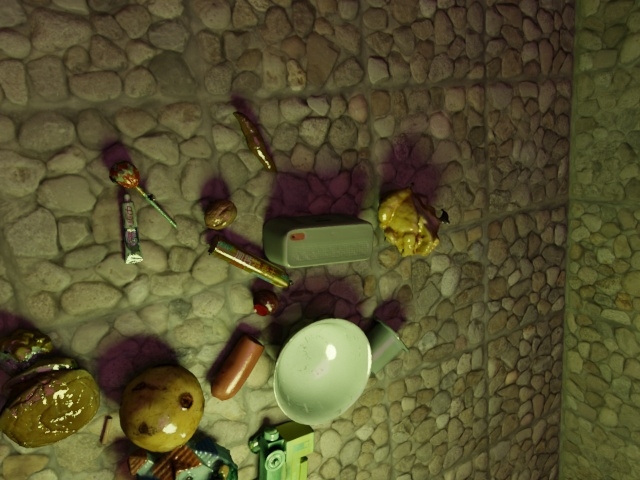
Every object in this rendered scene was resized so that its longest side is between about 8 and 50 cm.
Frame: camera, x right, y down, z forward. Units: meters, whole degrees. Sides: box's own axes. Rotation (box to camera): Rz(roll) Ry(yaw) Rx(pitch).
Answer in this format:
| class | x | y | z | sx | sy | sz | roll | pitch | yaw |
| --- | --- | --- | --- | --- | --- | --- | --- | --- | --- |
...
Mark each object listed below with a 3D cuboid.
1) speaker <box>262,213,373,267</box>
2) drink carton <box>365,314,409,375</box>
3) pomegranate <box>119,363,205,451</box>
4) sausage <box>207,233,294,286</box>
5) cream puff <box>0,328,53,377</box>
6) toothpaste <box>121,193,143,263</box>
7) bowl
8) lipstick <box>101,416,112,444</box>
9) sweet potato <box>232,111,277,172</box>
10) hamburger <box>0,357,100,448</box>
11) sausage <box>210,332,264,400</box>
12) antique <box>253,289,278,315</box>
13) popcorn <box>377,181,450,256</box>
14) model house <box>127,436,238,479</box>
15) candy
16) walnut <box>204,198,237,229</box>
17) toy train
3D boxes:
| class | x | y | z | sx | sy | sz | roll | pitch | yaw |
| --- | --- | --- | --- | --- | --- | --- | --- | --- | --- |
| speaker | 0.000 | 0.000 | 1.763 | 0.406 | 0.184 | 0.183 | -5 | 103 | -28 |
| drink carton | 0.252 | 0.466 | 2.001 | 0.189 | 0.191 | 0.185 | -38 | 117 | -10 |
| pomegranate | -0.527 | 0.556 | 1.541 | 0.281 | 0.281 | 0.281 | -6 | 103 | -28 |
| sausage | -0.244 | 0.095 | 1.710 | 0.371 | 0.082 | 0.082 | 30 | 85 | -30 |
| cream puff | -0.894 | 0.332 | 1.385 | 0.121 | 0.156 | 0.156 | 41 | 76 | 15 |
| toothpaste | -0.622 | -0.038 | 1.501 | 0.060 | 0.038 | 0.233 | -8 | 105 | -28 |
| bowl | -0.026 | 0.488 | 1.838 | 0.435 | 0.196 | 0.435 | -6 | 103 | -28 |
| lipstick | -0.738 | 0.657 | 1.583 | 0.019 | 0.019 | 0.094 | 14 | 92 | -30 |
| sweet potato | -0.228 | -0.343 | 1.643 | 0.067 | 0.067 | 0.274 | -40 | 121 | -16 |
| hamburger | -0.824 | 0.503 | 1.400 | 0.265 | 0.134 | 0.285 | -31 | 142 | -16 |
| sausage | -0.316 | 0.485 | 1.731 | 0.113 | 0.113 | 0.259 | 36 | 81 | -29 |
| antique | -0.208 | 0.234 | 1.747 | 0.104 | 0.104 | 0.104 | -6 | 103 | -28 |
| popcorn | 0.365 | -0.077 | 1.931 | 0.316 | 0.281 | 0.297 | 50 | 34 | 1 |
| model house | -0.497 | 0.820 | 1.591 | 0.295 | 0.252 | 0.329 | -42 | 122 | -8 |
| candy | -0.569 | -0.139 | 1.500 | 0.084 | 0.078 | 0.287 | -49 | 126 | -20 |
| walnut | -0.351 | -0.090 | 1.604 | 0.124 | 0.105 | 0.105 | -46 | 117 | -8 |
| toy train | -0.154 | 0.938 | 1.887 | 0.253 | 0.160 | 0.397 | -4 | 102 | -35 |
